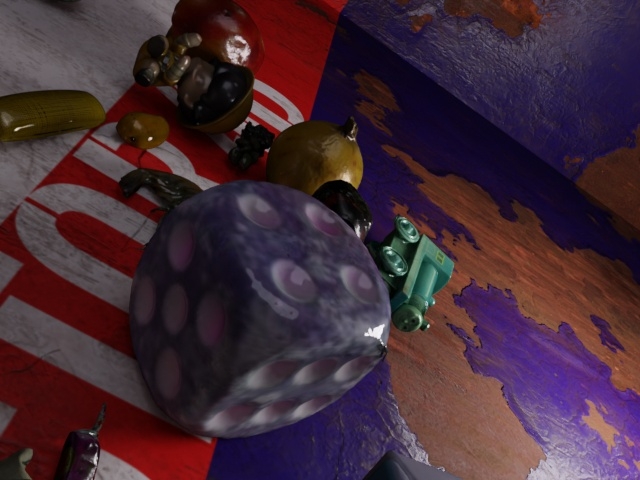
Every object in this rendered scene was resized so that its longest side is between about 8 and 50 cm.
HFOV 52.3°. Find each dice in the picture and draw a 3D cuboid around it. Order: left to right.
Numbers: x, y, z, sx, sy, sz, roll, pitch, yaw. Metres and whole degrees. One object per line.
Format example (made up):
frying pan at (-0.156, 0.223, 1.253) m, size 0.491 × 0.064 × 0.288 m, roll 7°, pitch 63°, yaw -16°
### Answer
dice at (-0.087, 0.097, 0.915) m, size 0.270 × 0.270 × 0.271 m, roll 6°, pitch 45°, yaw -43°

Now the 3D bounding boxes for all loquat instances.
loquat at (-0.001, -0.162, 1.370) m, size 0.213 × 0.246 × 0.213 m, roll 32°, pitch 31°, yaw -21°

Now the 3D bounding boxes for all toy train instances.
toy train at (0.182, 0.076, 1.392) m, size 0.194 × 0.120 × 0.298 m, roll 43°, pitch 30°, yaw -5°

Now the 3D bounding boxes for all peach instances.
peach at (-0.240, -0.464, 1.513) m, size 0.244 × 0.243 × 0.199 m, roll 15°, pitch 81°, yaw -35°

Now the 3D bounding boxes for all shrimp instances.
shrimp at (-0.279, -0.045, 1.109) m, size 0.169 × 0.058 × 0.296 m, roll 27°, pitch 29°, yaw -9°

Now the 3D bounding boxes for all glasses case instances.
glasses case at (-0.467, -0.217, 1.110) m, size 0.079 × 0.064 × 0.234 m, roll 51°, pitch 31°, yaw 4°

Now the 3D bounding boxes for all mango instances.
mango at (-0.337, -0.213, 1.248) m, size 0.080 × 0.060 × 0.114 m, roll 46°, pitch 27°, yaw 3°

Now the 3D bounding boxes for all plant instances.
plant at (-0.153, -0.207, 1.429) m, size 0.085 × 0.087 × 0.174 m, roll 7°, pitch 32°, yaw 14°

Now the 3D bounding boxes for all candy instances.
candy at (-0.273, 0.258, 0.725) m, size 0.043 × 0.045 × 0.175 m, roll 36°, pitch 30°, yaw -27°

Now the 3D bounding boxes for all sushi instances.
sushi at (0.000, 0.000, 1.179) m, size 0.136 × 0.225 × 0.126 m, roll 33°, pitch 30°, yaw -11°

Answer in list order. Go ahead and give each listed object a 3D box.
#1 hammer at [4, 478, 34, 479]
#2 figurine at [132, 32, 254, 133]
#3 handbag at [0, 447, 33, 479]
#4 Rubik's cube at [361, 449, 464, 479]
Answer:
hammer at (-0.302, 0.297, 0.475) m, size 0.125 × 0.027 × 0.297 m, roll 36°, pitch 37°, yaw 6°
figurine at (-0.264, -0.328, 1.370) m, size 0.257 × 0.167 × 0.192 m, roll 27°, pitch 60°, yaw -24°
handbag at (-0.285, 0.354, 0.532) m, size 0.253 × 0.109 × 0.315 m, roll -18°, pitch 63°, yaw -50°
Rubik's cube at (0.120, 0.427, 0.654) m, size 0.368 × 0.358 × 0.387 m, roll 29°, pitch 22°, yaw -21°
